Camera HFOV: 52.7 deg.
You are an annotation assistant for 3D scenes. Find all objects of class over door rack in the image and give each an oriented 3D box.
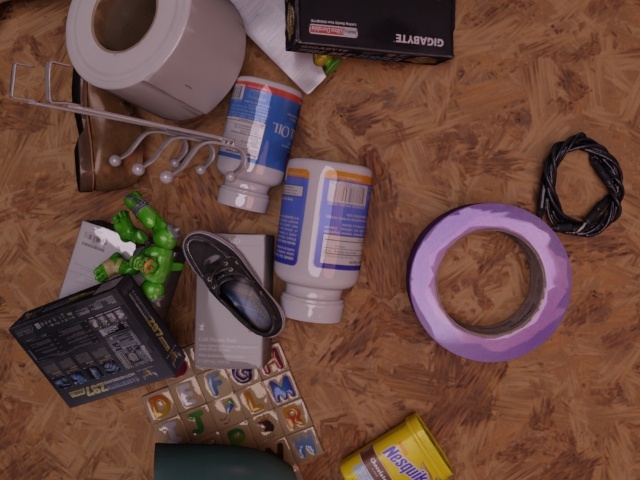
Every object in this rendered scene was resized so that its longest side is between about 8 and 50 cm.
[{"bbox_3d":[-0.310,-0.167,1.013,0.324,0.240,0.108,21,88,-39],"label":"over door rack"}]

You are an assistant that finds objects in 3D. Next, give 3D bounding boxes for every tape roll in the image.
[{"bbox_3d":[-0.269,-0.339,1.071,0.246,0.169,0.245,-4,80,23],"label":"tape roll"},{"bbox_3d":[0.292,0.070,1.143,0.275,0.090,0.274,0,93,2],"label":"tape roll"}]

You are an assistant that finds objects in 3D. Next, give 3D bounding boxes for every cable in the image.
[{"bbox_3d":[0.466,-0.099,1.147,0.151,0.047,0.184,7,93,2],"label":"cable"}]

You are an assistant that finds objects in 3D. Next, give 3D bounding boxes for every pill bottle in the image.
[{"bbox_3d":[0.000,0.000,1.123,0.153,0.152,0.271,8,94,2],"label":"pill bottle"},{"bbox_3d":[-0.113,-0.165,1.134,0.124,0.124,0.221,14,94,2],"label":"pill bottle"}]

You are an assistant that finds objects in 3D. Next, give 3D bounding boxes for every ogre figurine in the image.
[{"bbox_3d":[-0.299,0.026,1.084,0.118,0.097,0.196,18,77,19],"label":"ogre figurine"}]

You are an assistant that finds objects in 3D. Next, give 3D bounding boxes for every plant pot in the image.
[{"bbox_3d":[-0.156,0.482,1.086,0.235,0.293,0.292,-1,93,-12],"label":"plant pot"}]

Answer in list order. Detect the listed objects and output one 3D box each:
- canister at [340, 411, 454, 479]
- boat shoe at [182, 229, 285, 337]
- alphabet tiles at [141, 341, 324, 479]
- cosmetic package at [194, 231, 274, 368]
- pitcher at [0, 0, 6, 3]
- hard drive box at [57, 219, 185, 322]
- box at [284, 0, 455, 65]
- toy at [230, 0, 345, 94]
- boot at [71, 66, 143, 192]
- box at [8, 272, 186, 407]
[{"bbox_3d":[0.136,0.412,1.177,0.170,0.073,0.126,-33,90,5],"label":"canister"},{"bbox_3d":[-0.149,0.073,1.067,0.080,0.076,0.228,-40,86,4],"label":"boat shoe"},{"bbox_3d":[-0.166,0.347,1.219,0.285,0.011,0.342,-22,92,4],"label":"alphabet tiles"},{"bbox_3d":[-0.151,0.102,1.155,0.127,0.107,0.237,-1,92,5],"label":"cosmetic package"},{"bbox_3d":[-0.558,-0.502,1.126,0.207,0.125,0.177,-31,122,7],"label":"pitcher"},{"bbox_3d":[-0.368,0.099,1.177,0.181,0.089,0.232,20,93,2],"label":"hard drive box"},{"bbox_3d":[0.086,-0.457,1.086,0.296,0.073,0.293,0,91,-20],"label":"box"},{"bbox_3d":[-0.055,-0.385,1.153,0.137,0.056,0.237,-45,85,2],"label":"toy"},{"bbox_3d":[-0.388,-0.240,1.172,0.115,0.112,0.305,-4,91,-24],"label":"boot"},{"bbox_3d":[-0.371,0.172,1.081,0.233,0.059,0.183,-20,112,20],"label":"box"}]
